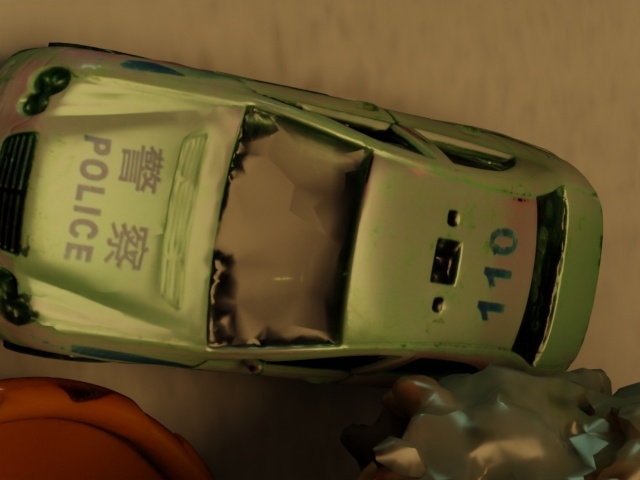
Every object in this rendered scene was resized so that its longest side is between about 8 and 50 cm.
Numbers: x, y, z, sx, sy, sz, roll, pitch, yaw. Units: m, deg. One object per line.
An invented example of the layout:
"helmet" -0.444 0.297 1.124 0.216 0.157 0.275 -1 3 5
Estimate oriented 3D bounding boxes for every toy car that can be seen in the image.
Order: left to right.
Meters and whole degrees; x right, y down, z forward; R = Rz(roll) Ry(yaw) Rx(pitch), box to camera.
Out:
"toy car" 0.000 0.000 0.542 0.224 0.076 0.090 9 92 -40

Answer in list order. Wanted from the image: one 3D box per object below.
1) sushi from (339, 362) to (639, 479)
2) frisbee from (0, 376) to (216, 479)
"sushi" 0.114 0.219 0.492 0.418 0.176 0.417 5 71 -16
"frisbee" -0.098 0.131 0.504 0.192 0.035 0.192 -12 107 -45
